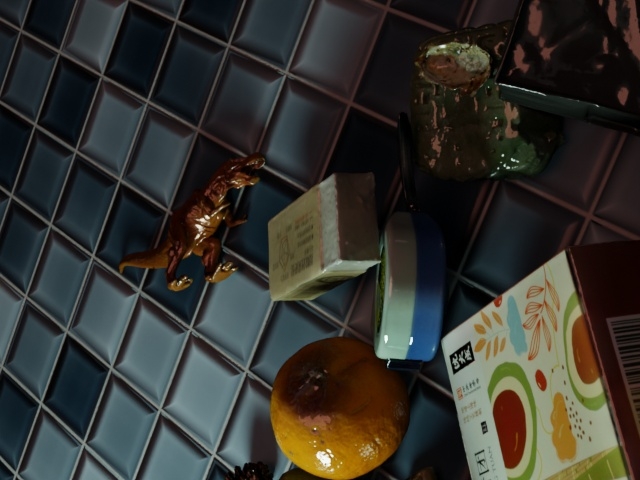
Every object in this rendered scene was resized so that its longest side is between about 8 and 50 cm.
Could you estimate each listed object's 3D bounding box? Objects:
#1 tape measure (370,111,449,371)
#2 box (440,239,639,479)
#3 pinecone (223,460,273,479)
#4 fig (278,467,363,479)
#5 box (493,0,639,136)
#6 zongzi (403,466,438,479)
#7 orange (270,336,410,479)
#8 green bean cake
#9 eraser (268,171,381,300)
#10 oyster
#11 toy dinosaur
[{"bbox_3d":[0.133,0.008,1.749,0.215,0.098,0.351,-93,5,-70],"label":"tape measure"},{"bbox_3d":[0.314,0.227,1.537,0.385,0.122,0.344,131,131,-62],"label":"box"},{"bbox_3d":[-0.119,0.407,2.050,0.083,0.077,0.077,-40,58,10],"label":"pinecone"},{"bbox_3d":[0.002,0.418,1.891,0.166,0.154,0.144,33,65,6],"label":"fig"},{"bbox_3d":[0.388,-0.315,1.545,0.251,0.204,0.345,16,96,10],"label":"box"},{"bbox_3d":[0.157,0.391,1.833,0.076,0.040,0.083,-39,77,39],"label":"zongzi"},{"bbox_3d":[0.028,0.250,1.851,0.224,0.170,0.224,-15,49,18],"label":"orange"},{"bbox_3d":[0.240,-0.196,1.783,0.223,0.125,0.227,-3,87,42],"label":"green bean cake"},{"bbox_3d":[0.000,0.000,1.893,0.343,0.078,0.144,149,119,-68],"label":"eraser"},{"bbox_3d":[0.189,-0.253,1.728,0.132,0.029,0.086,42,115,33],"label":"oyster"},{"bbox_3d":[-0.245,0.010,2.204,0.432,0.097,0.208,-38,47,28],"label":"toy dinosaur"}]
